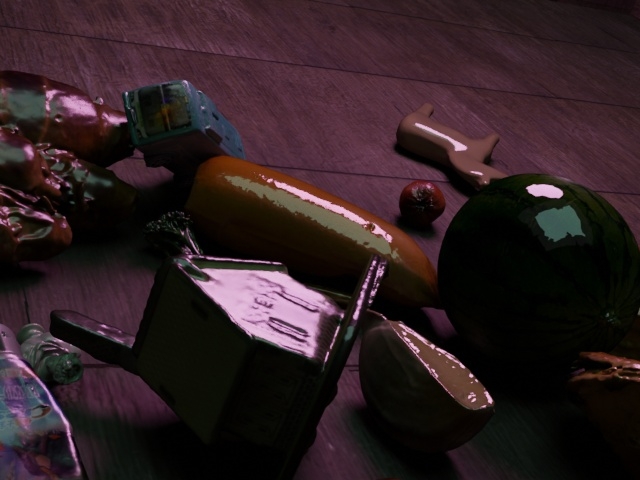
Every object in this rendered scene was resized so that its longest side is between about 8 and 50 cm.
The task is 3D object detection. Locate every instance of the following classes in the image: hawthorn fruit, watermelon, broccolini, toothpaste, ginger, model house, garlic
[{"bbox_3d":[0.153,-0.059,1.501,0.077,0.077,0.077,13,27,-7],"label":"hawthorn fruit"},{"bbox_3d":[0.258,0.041,1.179,0.242,0.242,0.242,13,27,-7],"label":"watermelon"},{"bbox_3d":[-0.129,0.034,1.177,0.058,0.067,0.216,-42,54,-15],"label":"broccolini"},{"bbox_3d":[-0.255,0.176,0.849,0.096,0.061,0.266,-3,39,-34],"label":"toothpaste"},{"bbox_3d":[-0.367,-0.097,1.186,0.274,0.152,0.357,26,30,18],"label":"ginger"},{"bbox_3d":[-0.108,0.076,0.900,0.278,0.218,0.205,24,25,1],"label":"model house"},{"bbox_3d":[0.099,0.155,1.027,0.087,0.101,0.195,3,26,-34],"label":"garlic"}]

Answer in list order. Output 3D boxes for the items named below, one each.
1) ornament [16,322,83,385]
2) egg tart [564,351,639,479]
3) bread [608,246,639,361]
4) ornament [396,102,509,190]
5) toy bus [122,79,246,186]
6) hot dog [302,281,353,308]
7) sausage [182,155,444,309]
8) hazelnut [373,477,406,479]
[{"bbox_3d":[-0.264,0.115,0.966,0.092,0.041,0.068,11,26,23],"label":"ornament"},{"bbox_3d":[0.393,0.207,1.026,0.297,0.132,0.297,16,-15,5],"label":"egg tart"},{"bbox_3d":[0.464,0.100,1.331,0.234,0.110,0.184,17,27,-2],"label":"bread"},{"bbox_3d":[0.242,-0.158,1.750,0.230,0.061,0.245,25,27,12],"label":"ornament"},{"bbox_3d":[-0.175,-0.135,1.303,0.109,0.091,0.261,-17,-10,7],"label":"toy bus"},{"bbox_3d":[0.015,0.070,1.233,0.083,0.021,0.037,15,6,2],"label":"hot dog"},{"bbox_3d":[0.002,-0.005,1.264,0.354,0.116,0.134,21,-5,3],"label":"sausage"},{"bbox_3d":[0.045,0.263,0.776,0.143,0.143,0.154,6,21,-20],"label":"hazelnut"}]
